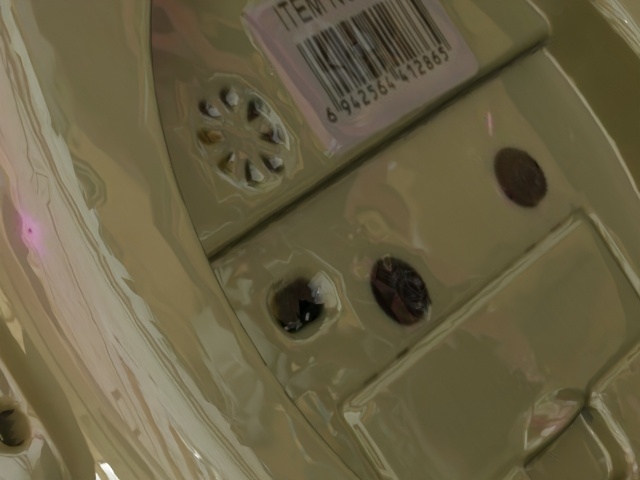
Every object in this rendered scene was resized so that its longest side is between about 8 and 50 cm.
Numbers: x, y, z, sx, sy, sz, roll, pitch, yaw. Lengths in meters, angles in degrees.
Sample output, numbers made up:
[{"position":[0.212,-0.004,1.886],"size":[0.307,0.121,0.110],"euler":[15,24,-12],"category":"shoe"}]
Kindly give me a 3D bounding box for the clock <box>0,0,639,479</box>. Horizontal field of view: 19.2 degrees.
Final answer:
[{"position":[0.000,0.000,0.457],"size":[0.114,0.309,0.284],"euler":[-32,2,45],"category":"clock"}]
